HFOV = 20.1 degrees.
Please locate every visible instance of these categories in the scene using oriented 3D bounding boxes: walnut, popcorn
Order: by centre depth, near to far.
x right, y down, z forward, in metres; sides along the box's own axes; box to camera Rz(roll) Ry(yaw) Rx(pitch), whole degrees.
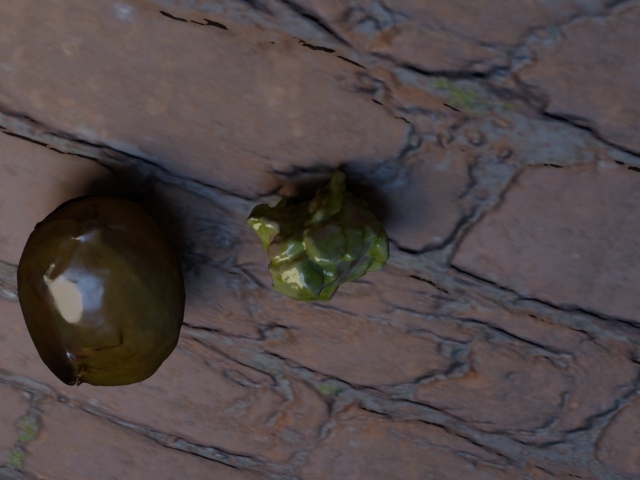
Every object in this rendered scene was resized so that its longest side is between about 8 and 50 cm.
[{"bbox_3d":[0.000,0.002,1.358,0.097,0.089,0.109,-16,162,-17],"label":"popcorn"},{"bbox_3d":[-0.175,0.047,1.452,0.137,0.137,0.245,11,147,6],"label":"walnut"}]
